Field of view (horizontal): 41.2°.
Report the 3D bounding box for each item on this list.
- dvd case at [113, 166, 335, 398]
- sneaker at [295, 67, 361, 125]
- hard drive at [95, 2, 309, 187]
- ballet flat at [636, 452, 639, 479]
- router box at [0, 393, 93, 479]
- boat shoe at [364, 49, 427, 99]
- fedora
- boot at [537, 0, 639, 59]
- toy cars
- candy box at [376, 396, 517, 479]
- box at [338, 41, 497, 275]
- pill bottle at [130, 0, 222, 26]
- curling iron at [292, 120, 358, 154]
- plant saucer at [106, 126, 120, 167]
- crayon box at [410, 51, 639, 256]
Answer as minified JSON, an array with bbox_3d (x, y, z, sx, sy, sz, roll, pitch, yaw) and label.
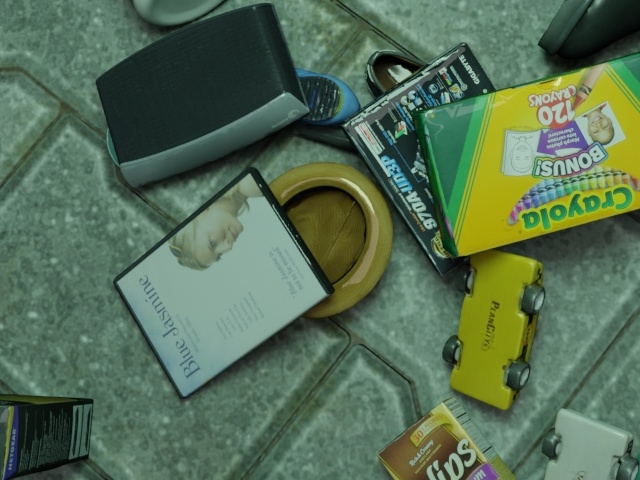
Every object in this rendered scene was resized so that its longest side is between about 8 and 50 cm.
[{"bbox_3d":[-0.125,0.055,1.036,0.253,0.022,0.180,-37,79,22],"label":"dvd case"},{"bbox_3d":[-0.045,-0.193,1.101,0.209,0.082,0.069,21,99,26],"label":"sneaker"},{"bbox_3d":[-0.156,-0.185,1.062,0.255,0.054,0.171,-21,77,14],"label":"hard drive"},{"bbox_3d":[0.371,0.344,0.962,0.083,0.087,0.247,17,83,7],"label":"ballet flat"},{"bbox_3d":[-0.452,0.216,0.977,0.309,0.243,0.080,2,82,5],"label":"router box"},{"bbox_3d":[0.157,-0.162,1.065,0.233,0.079,0.084,33,84,8],"label":"boat shoe"},{"bbox_3d":[0.000,0.000,1.052,0.195,0.079,0.194,0,89,10],"label":"fedora"},{"bbox_3d":[0.543,-0.243,1.015,0.445,0.146,0.367,41,86,6],"label":"boot"},{"bbox_3d":[0.262,0.187,0.991,0.176,0.087,0.393,-33,78,39],"label":"toy cars"},{"bbox_3d":[0.165,0.289,0.981,0.109,0.053,0.186,-43,71,18],"label":"candy box"},{"bbox_3d":[0.155,-0.096,1.013,0.175,0.051,0.220,-35,98,1],"label":"box"},{"bbox_3d":[-0.226,-0.425,1.100,0.153,0.153,0.264,-30,80,0],"label":"pill bottle"},{"bbox_3d":[0.091,-0.098,1.080,0.274,0.035,0.068,23,84,8],"label":"curling iron"},{"bbox_3d":[-0.221,-0.137,1.122,0.120,0.021,0.119,-1,81,4],"label":"plant saucer"},{"bbox_3d":[0.257,-0.099,0.950,0.279,0.081,0.165,-15,99,-2],"label":"crayon box"}]
